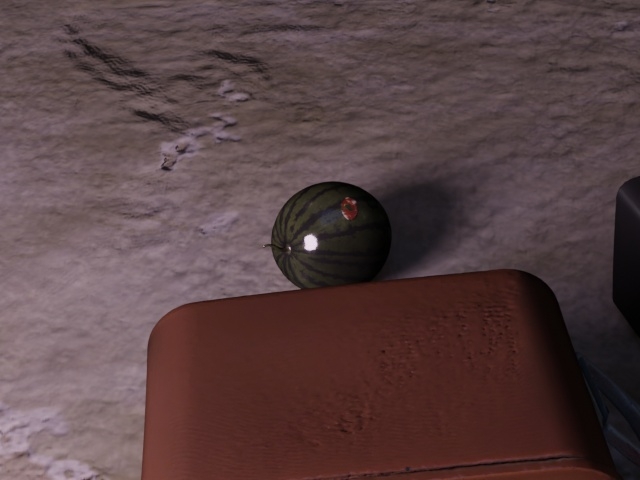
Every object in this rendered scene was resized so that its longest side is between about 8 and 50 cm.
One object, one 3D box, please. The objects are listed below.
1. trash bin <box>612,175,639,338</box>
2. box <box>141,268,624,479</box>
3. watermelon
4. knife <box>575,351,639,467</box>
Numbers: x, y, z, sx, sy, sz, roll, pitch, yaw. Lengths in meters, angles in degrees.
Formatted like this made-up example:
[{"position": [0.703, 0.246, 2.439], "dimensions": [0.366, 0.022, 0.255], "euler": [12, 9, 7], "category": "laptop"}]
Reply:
[{"position": [0.340, 0.057, 1.551], "dimensions": [0.115, 0.165, 0.225], "euler": [-20, 42, -15], "category": "trash bin"}, {"position": [0.038, 0.183, 1.386], "dimensions": [0.340, 0.239, 0.229], "euler": [-6, 39, -1], "category": "box"}, {"position": [0.000, 0.000, 1.679], "dimensions": [0.133, 0.105, 0.105], "euler": [-10, 38, -37], "category": "watermelon"}, {"position": [0.313, 0.171, 1.439], "dimensions": [0.278, 0.053, 0.123], "euler": [24, 27, -18], "category": "knife"}]
